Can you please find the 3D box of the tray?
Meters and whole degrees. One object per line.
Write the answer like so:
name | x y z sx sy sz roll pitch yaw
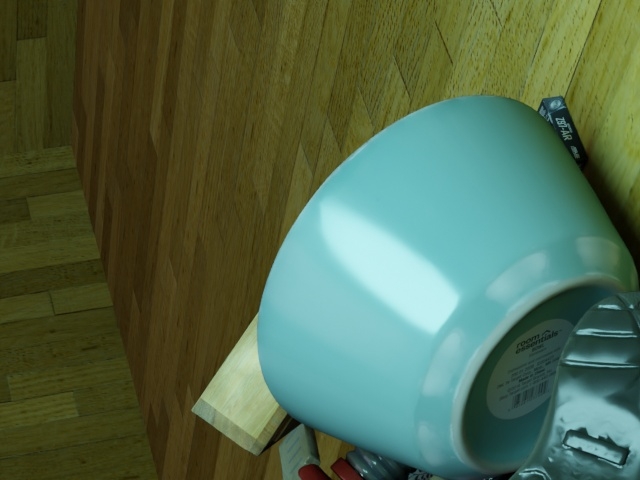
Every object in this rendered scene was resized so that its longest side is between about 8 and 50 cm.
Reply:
tray | 0.017 0.065 1.693 0.203 0.076 0.411 -56 -8 8

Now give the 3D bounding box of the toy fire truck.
toy fire truck | 0.055 0.210 1.759 0.246 0.217 0.158 42 174 29

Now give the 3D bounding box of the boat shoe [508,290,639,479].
boat shoe | 0.195 0.198 1.360 0.122 0.324 0.120 24 168 28

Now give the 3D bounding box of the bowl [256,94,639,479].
bowl | 0.124 0.062 1.445 0.163 0.311 0.311 41 141 39

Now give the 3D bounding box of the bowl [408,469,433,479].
bowl | 0.123 0.230 1.842 0.080 0.170 0.170 5 -109 -60

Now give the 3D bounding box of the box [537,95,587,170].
box | 0.195 -0.071 1.588 0.083 0.018 0.067 105 151 -56
